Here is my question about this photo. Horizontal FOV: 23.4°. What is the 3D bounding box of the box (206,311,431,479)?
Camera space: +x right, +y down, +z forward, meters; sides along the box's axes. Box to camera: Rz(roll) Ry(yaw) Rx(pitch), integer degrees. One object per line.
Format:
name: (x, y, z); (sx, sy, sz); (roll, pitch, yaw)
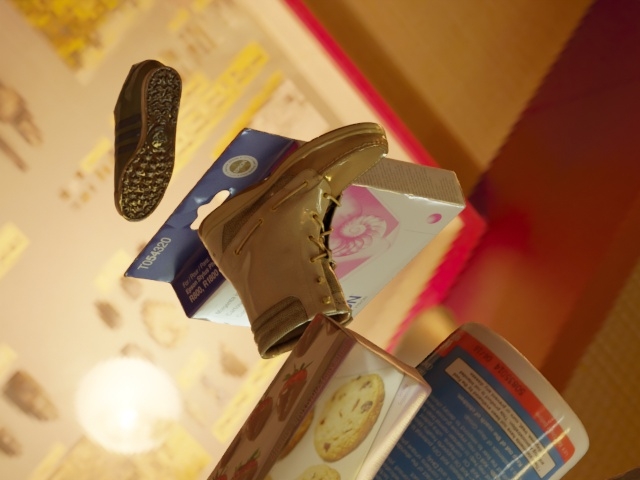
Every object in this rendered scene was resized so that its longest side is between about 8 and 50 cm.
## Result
box: (-0.055, 0.195, 0.897); (0.324, 0.067, 0.063); (-56, -156, -1)

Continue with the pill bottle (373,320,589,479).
pill bottle: (0.063, 0.170, 1.044); (0.221, 0.124, 0.124); (-42, -159, -8)

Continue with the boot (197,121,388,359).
boot: (0.000, 0.000, 1.473); (0.213, 0.077, 0.165); (-34, -118, 13)

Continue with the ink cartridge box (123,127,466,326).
ink cartridge box: (-0.035, 0.003, 1.989); (0.324, 0.330, 0.071); (-47, -133, 39)

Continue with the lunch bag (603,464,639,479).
lunch bag: (0.405, 0.285, 1.509); (0.235, 0.287, 0.169); (-33, -139, 30)

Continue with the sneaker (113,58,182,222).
sneaker: (-0.214, -0.124, 1.837); (0.086, 0.064, 0.192); (37, -63, 55)
